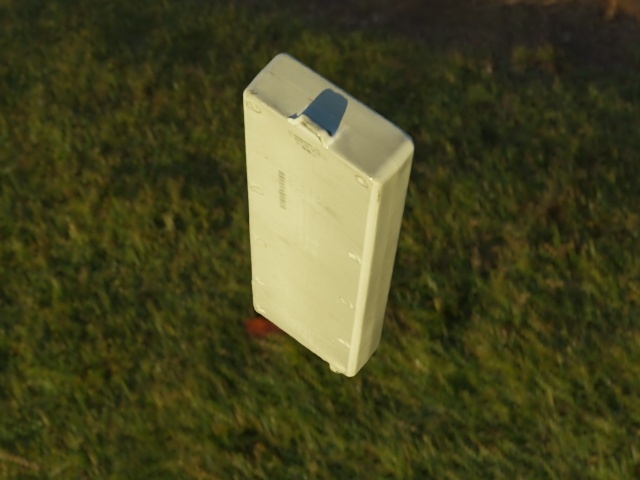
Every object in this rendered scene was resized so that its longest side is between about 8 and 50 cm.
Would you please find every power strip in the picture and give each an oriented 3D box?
[{"bbox_3d":[0.000,0.000,0.983,0.106,0.367,0.043,36,69,14],"label":"power strip"}]
